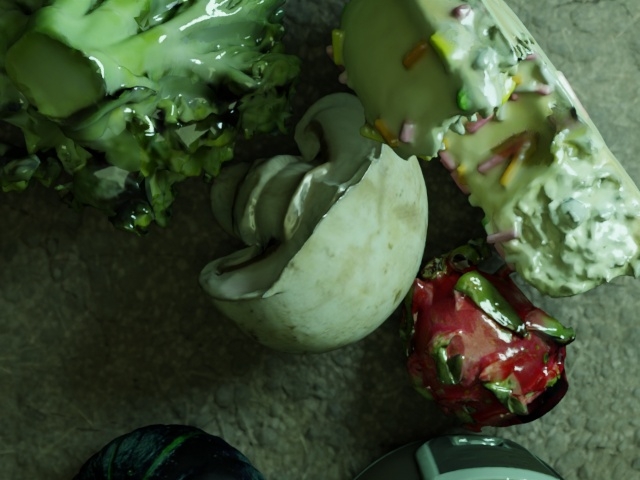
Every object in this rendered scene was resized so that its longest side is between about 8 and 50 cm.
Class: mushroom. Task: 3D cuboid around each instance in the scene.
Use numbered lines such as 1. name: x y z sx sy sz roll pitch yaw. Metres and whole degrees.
1. mushroom: 0.000 0.000 1.144 0.254 0.195 0.189 -55 128 -19

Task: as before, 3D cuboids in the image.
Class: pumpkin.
1. pumpkin: -0.138 0.314 1.158 0.248 0.248 0.248 -1 97 -5

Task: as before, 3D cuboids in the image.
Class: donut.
1. donut: 0.146 -0.119 1.063 0.150 0.307 0.371 -36 134 17

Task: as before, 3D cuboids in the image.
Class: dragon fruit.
1. dragon fruit: 0.163 0.093 1.174 0.166 0.160 0.172 -33 100 23

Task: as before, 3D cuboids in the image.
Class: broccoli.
1. broccoli: -0.198 -0.171 1.078 0.272 0.324 0.334 -40 104 -43

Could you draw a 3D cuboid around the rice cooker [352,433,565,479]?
1. rice cooker: 0.150 0.365 1.117 0.335 0.325 0.335 -1 98 -5
